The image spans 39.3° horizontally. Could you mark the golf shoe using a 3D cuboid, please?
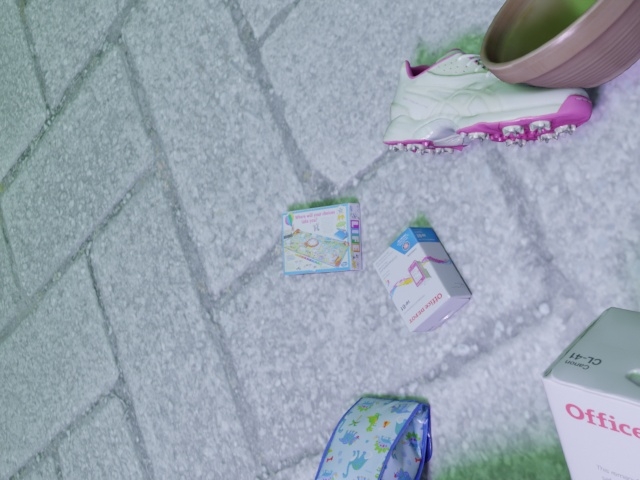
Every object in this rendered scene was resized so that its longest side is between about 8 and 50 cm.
[{"bbox_3d":[0.203,-0.187,1.150,0.306,0.115,0.140,0,86,45],"label":"golf shoe"}]

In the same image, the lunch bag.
[{"bbox_3d":[0.082,0.297,1.272,0.128,0.096,0.151,-4,57,45],"label":"lunch bag"}]

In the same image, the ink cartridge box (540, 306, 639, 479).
[{"bbox_3d":[0.367,0.236,0.850,0.226,0.131,0.306,10,128,48],"label":"ink cartridge box"}]

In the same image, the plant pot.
[{"bbox_3d":[0.304,-0.251,1.011,0.237,0.109,0.237,-44,19,19],"label":"plant pot"}]

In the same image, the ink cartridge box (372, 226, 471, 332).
[{"bbox_3d":[0.140,0.055,1.247,0.088,0.052,0.122,-48,58,34],"label":"ink cartridge box"}]

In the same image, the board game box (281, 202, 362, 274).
[{"bbox_3d":[0.000,0.000,1.411,0.154,0.026,0.103,-6,85,46],"label":"board game box"}]
